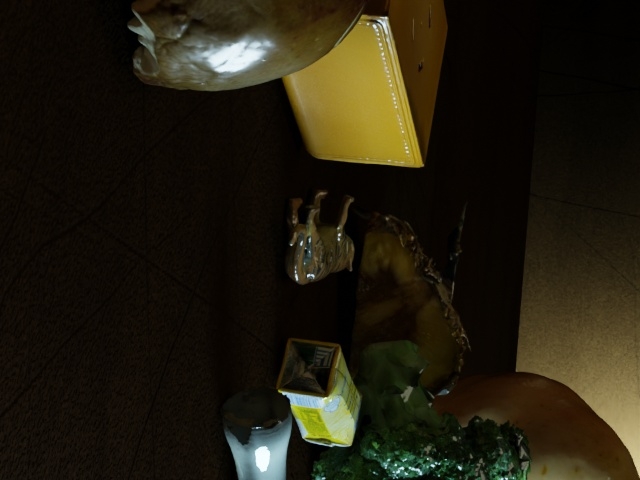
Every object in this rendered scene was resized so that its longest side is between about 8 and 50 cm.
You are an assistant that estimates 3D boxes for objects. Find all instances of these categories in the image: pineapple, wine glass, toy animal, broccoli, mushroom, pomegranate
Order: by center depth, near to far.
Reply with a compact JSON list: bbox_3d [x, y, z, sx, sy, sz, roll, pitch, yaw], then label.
[{"bbox_3d":[-0.055,-0.263,1.349,0.233,0.208,0.302,-36,-132,52],"label":"mushroom"},{"bbox_3d":[-0.057,0.225,1.651,0.072,0.072,0.155,-64,156,-56],"label":"wine glass"},{"bbox_3d":[0.000,0.000,1.839,0.241,0.057,0.099,-31,125,-74],"label":"toy animal"},{"bbox_3d":[0.109,0.252,2.002,0.270,0.270,0.270,54,21,-69],"label":"broccoli"},{"bbox_3d":[0.117,0.086,2.128,0.161,0.158,0.334,-52,143,-66],"label":"pineapple"},{"bbox_3d":[0.267,0.402,2.437,0.411,0.411,0.411,4,90,-76],"label":"pomegranate"}]

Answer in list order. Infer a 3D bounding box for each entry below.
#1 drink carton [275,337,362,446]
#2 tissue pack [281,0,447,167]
[{"bbox_3d":[0.005,0.181,1.883,0.200,0.074,0.084,66,32,-60],"label":"drink carton"},{"bbox_3d":[0.038,-0.231,1.746,0.274,0.145,0.194,72,28,-59],"label":"tissue pack"}]
